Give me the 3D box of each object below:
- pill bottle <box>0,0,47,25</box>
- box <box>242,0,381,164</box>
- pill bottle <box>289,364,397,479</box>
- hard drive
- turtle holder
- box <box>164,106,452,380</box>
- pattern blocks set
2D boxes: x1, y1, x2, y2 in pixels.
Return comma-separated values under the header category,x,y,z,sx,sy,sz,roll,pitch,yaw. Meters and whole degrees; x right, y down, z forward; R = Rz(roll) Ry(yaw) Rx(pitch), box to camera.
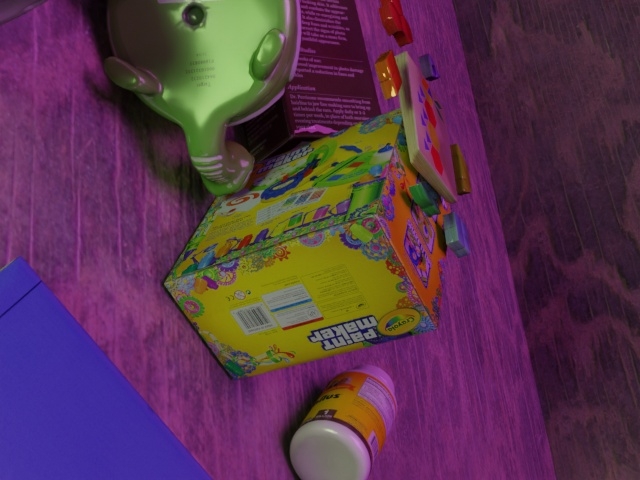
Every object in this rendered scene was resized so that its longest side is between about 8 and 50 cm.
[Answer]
category,x,y,z,sx,sy,sz,roll,pitch,yaw
pill bottle,-0.352,-0.325,0.644,0.283,0.160,0.160,65,26,-15
box,-0.040,-0.314,1.231,0.191,0.143,0.381,-3,77,-35
pill bottle,0.044,0.269,1.120,0.117,0.117,0.215,68,25,-10
hard drive,-0.223,0.192,0.652,0.318,0.040,0.210,54,29,-14
turtle holder,-0.122,-0.245,0.973,0.320,0.243,0.227,59,9,1
box,0.000,0.000,0.999,0.177,0.290,0.279,59,28,-26
pattern blocks set,0.138,-0.151,1.008,0.285,0.026,0.325,49,33,-42
